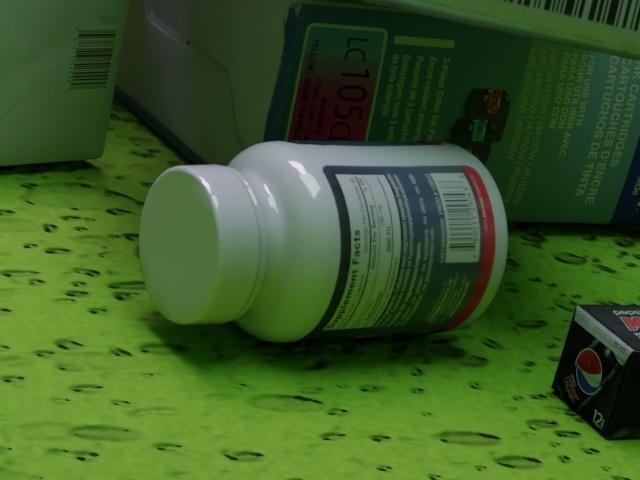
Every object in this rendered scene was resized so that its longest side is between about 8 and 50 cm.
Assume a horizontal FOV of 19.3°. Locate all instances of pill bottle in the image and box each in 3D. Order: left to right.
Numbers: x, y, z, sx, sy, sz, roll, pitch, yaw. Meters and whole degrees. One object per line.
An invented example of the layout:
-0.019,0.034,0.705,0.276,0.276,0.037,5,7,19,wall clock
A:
0.000,0.000,1.001,0.180,0.108,0.108,-1,25,-35,pill bottle

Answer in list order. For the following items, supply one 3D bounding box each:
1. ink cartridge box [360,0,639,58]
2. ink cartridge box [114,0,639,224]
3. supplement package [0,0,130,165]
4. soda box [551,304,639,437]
0.041,-0.182,1.172,0.308,0.091,0.385,11,3,-4,ink cartridge box
0.082,-0.126,1.323,0.395,0.151,0.270,-1,24,-30,ink cartridge box
-0.250,-0.153,1.194,0.134,0.139,0.244,-7,28,-43,supplement package
0.215,0.071,1.031,0.169,0.053,0.060,1,24,-30,soda box
